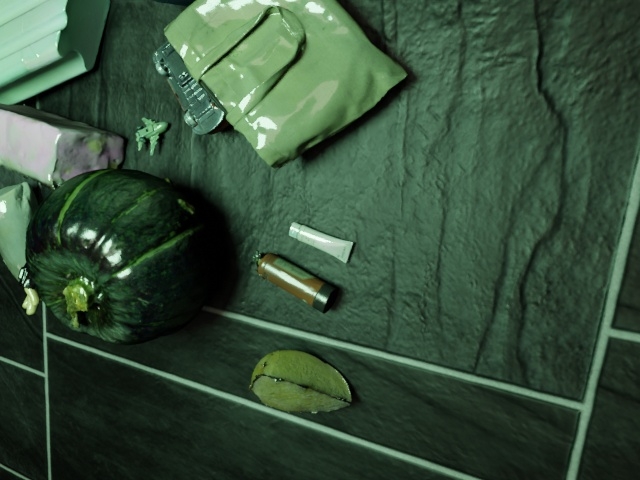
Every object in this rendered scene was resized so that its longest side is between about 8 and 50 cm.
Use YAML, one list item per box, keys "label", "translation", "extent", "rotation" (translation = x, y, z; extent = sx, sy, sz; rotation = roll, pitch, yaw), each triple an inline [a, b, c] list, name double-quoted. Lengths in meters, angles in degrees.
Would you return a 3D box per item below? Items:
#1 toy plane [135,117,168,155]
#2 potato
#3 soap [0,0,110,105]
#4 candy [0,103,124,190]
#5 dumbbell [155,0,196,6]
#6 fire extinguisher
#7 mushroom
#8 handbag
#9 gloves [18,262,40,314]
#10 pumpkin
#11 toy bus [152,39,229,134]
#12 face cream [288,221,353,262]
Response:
- label: "toy plane"
  translation: [-0.326, -0.206, 0.857]
  extent: [0.083, 0.033, 0.080]
  rotation: [-23, 75, 24]
- label: "potato"
  translation: [-0.037, 0.244, 0.794]
  extent: [0.171, 0.089, 0.101]
  rotation: [18, 130, -12]
- label: "soap"
  translation: [-0.575, -0.407, 0.866]
  extent: [0.346, 0.115, 0.209]
  rotation: [-15, 92, 17]
- label: "candy"
  translation: [-0.540, -0.188, 0.886]
  extent: [0.264, 0.155, 0.116]
  rotation: [20, 107, 20]
- label: "dumbbell"
  translation: [-0.236, -0.556, 0.703]
  extent: [0.159, 0.144, 0.325]
  rotation: [-6, 97, 22]
- label: "fire extinguisher"
  translation: [-0.056, 0.065, 0.779]
  extent: [0.177, 0.050, 0.062]
  rotation: [28, 147, 18]
- label: "mushroom"
  translation: [-0.665, 0.011, 1.009]
  extent: [0.117, 0.103, 0.271]
  rotation: [-4, 107, 28]
- label: "handbag"
  translation: [-0.063, -0.284, 0.681]
  extent: [0.253, 0.109, 0.316]
  rotation: [-39, 87, 7]
- label: "gloves"
  translation: [-0.556, 0.060, 0.932]
  extent: [0.203, 0.164, 0.124]
  rotation: [-39, 56, 2]
- label: "pumpkin"
  translation: [-0.342, 0.031, 0.789]
  extent: [0.322, 0.241, 0.324]
  rotation: [8, 117, 17]
- label: "toy bus"
  translation: [-0.210, -0.263, 0.773]
  extent: [0.079, 0.077, 0.174]
  rotation: [-30, 87, 18]
- label: "face cream"
  translation: [0.000, 0.000, 0.758]
  extent: [0.115, 0.020, 0.038]
  rotation: [23, 106, 15]
